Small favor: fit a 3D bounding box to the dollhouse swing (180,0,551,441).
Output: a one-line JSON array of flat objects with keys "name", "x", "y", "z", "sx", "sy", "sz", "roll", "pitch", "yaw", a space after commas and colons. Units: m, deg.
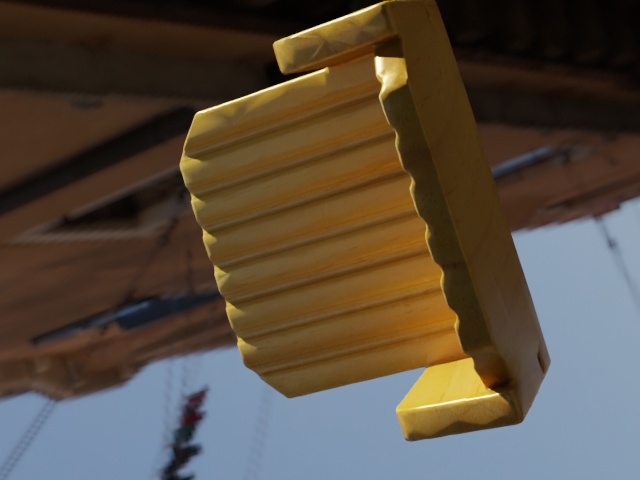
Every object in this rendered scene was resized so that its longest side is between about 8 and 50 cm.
[{"name": "dollhouse swing", "x": 0.000, "y": 0.000, "z": 1.410, "sx": 0.315, "sy": 0.305, "sz": 0.347, "roll": -31, "pitch": -76, "yaw": -73}]
